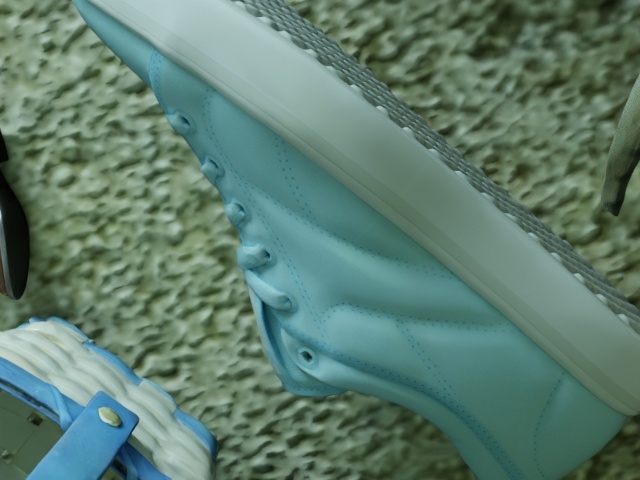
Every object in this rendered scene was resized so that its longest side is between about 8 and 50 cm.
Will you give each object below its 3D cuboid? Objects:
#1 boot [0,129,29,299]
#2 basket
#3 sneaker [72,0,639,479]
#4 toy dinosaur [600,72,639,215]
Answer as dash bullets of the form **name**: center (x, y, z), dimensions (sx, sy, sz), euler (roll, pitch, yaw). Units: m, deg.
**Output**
- **boot**: center (-0.223, -0.011, 0.632), dimensions (0.114, 0.037, 0.106), euler (-11, 91, 5)
- **basket**: center (-0.164, 0.172, 0.544), dimensions (0.201, 0.289, 0.255), euler (39, 108, 0)
- **sneaker**: center (0.000, 0.000, 0.563), dimensions (0.366, 0.135, 0.150), euler (40, 102, -5)
- **toy dinosaur**: center (0.180, -0.143, 0.547), dimensions (0.118, 0.064, 0.268), euler (31, 109, -10)
